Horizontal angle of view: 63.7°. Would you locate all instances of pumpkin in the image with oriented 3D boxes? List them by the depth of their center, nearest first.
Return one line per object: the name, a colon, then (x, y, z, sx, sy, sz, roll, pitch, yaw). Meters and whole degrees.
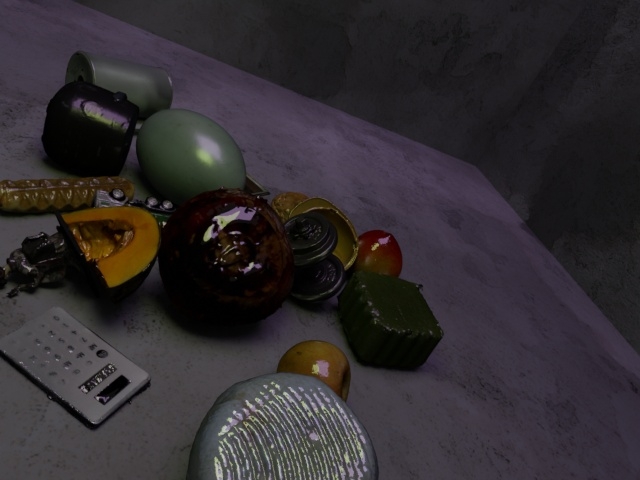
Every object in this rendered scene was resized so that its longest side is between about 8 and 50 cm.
pumpkin: (-0.442, 0.022, 1.169, 0.169, 0.148, 0.312, -33, 53, -23)

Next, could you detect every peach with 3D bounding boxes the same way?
peach: (0.183, 0.054, 1.693, 0.197, 0.197, 0.197, 22, 29, -13)

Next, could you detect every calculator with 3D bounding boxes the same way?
calculator: (-0.470, 0.237, 0.989, 0.261, 0.021, 0.161, 33, 29, 8)

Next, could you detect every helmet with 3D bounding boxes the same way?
helmet: (0.000, 0.000, 1.658, 0.205, 0.140, 0.257, -32, 85, -15)

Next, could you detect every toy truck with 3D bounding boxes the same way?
toy truck: (-0.481, -0.048, 1.364, 0.242, 0.101, 0.125, 13, 44, -32)

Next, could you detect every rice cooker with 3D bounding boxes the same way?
rice cooker: (-0.663, -0.323, 1.492, 0.224, 0.267, 0.267, 17, 31, -16)

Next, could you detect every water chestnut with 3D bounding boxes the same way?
water chestnut: (-0.238, 0.043, 1.260, 0.350, 0.302, 0.351, 8, 75, -30)

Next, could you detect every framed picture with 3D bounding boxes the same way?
framed picture: (-0.327, -0.235, 1.889, 0.252, 0.014, 0.197, 40, 30, 20)

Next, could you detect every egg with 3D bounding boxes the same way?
egg: (-0.392, -0.243, 1.569, 0.389, 0.276, 0.276, 40, 30, 20)

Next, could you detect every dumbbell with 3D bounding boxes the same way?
dumbbell: (-0.032, 0.052, 1.447, 0.191, 0.290, 0.192, -7, 42, 6)

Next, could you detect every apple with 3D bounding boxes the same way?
apple: (-0.017, 0.308, 1.138, 0.155, 0.183, 0.182, 4, 23, 17)

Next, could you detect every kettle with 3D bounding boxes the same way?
kettle: (-0.698, -0.528, 1.838, 0.265, 0.205, 0.317, 41, 28, 27)

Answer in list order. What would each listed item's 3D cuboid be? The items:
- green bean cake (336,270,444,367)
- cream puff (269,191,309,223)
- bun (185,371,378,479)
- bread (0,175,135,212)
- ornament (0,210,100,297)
green bean cake: (0.190, 0.223, 1.465, 0.246, 0.157, 0.250, 11, 33, -27)
cream puff: (-0.084, -0.097, 1.769, 0.188, 0.130, 0.189, 19, 29, -11)
bun: (-0.071, 0.403, 0.894, 0.354, 0.194, 0.355, 16, 36, -12)
bread: (-0.655, -0.123, 1.346, 0.084, 0.077, 0.367, 43, 30, 26)
ornament: (-0.611, 0.062, 1.097, 0.196, 0.153, 0.166, -26, 55, -29)
